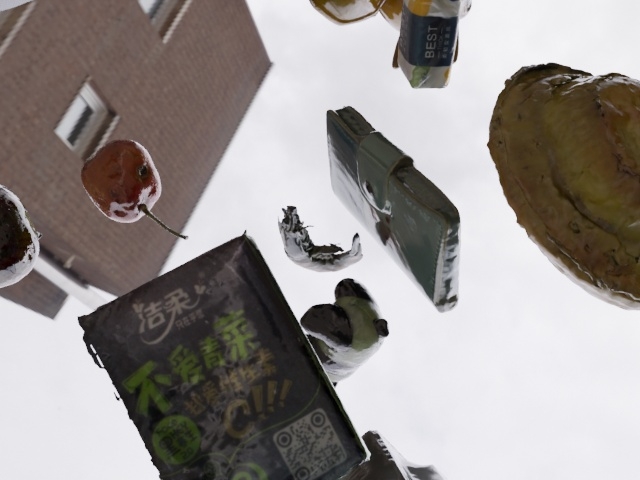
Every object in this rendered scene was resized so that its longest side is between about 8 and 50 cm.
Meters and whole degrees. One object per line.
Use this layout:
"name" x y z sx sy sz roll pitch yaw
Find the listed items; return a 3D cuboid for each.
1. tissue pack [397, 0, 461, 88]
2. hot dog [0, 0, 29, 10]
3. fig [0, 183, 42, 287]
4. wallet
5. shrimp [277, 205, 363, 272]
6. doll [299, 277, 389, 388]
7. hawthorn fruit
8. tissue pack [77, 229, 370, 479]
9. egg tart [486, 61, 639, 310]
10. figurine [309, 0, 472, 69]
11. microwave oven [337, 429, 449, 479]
"tissue pack" 0.090 -0.176 0.665 0.042 0.083 0.062 -3 -146 -7
"hot dog" -0.576 -0.424 1.223 0.326 0.194 0.107 -9 -93 4
"fig" -0.429 -0.015 1.072 0.149 0.245 0.149 0 -82 1
"wallet" 0.117 -0.063 1.346 0.083 0.252 0.360 -27 -131 -15
"shrimp" 0.000 0.000 1.438 0.150 0.217 0.051 2 -119 16
"doll" 0.033 0.174 1.419 0.135 0.234 0.143 43 -127 11
"hawthorn fruit" -0.370 -0.081 1.642 0.165 0.165 0.285 -42 -103 -9
"tissue pack" -0.084 0.133 0.707 0.173 0.073 0.235 -28 -96 -13
"egg tart" 0.451 -0.110 1.173 0.444 0.178 0.442 14 -124 -21
"figurine" 0.154 -0.550 1.578 0.401 0.387 0.268 -44 -134 1
"microwave oven" 0.123 0.491 0.916 0.374 0.236 0.432 -43 -77 -1
